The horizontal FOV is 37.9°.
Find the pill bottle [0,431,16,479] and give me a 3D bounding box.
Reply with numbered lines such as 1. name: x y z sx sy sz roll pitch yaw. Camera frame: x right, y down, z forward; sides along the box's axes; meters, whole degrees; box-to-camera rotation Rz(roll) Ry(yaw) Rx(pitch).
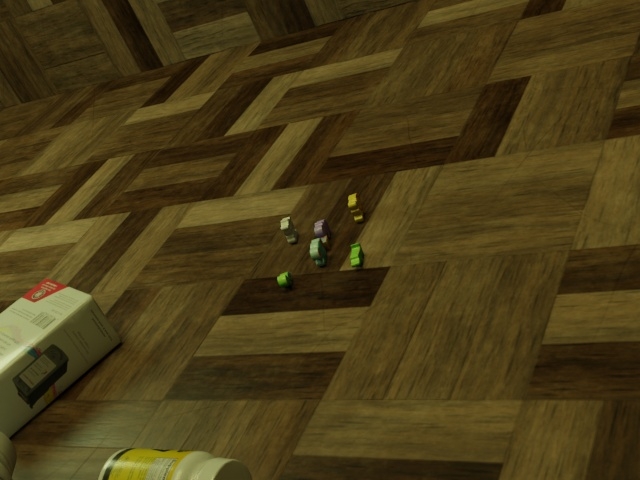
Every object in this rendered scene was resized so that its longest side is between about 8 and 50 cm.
1. pill bottle: -0.578 0.432 1.473 0.160 0.160 0.283 -22 28 8

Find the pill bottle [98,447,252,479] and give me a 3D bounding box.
1. pill bottle: -0.206 0.358 1.329 0.208 0.119 0.119 -6 35 33

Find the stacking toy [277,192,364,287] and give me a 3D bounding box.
1. stacking toy: 0.000 0.000 1.822 0.166 0.052 0.221 -19 30 15

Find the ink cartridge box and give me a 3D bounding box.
1. ink cartridge box: -0.585 0.229 1.847 0.306 0.131 0.226 -43 33 -25
